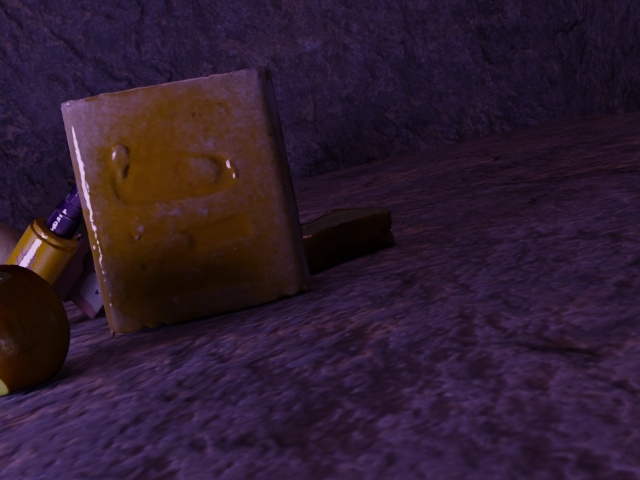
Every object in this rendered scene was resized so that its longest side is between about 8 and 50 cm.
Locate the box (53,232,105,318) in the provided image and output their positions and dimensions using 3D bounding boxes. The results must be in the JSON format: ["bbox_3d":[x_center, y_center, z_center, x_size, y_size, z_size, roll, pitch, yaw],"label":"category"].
[{"bbox_3d":[-0.308,0.009,1.348,0.215,0.086,0.215,-53,-7,18],"label":"box"}]

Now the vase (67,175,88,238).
[{"bbox_3d":[-0.493,-0.070,2.175,0.302,0.241,0.329,-14,-26,-13],"label":"vase"}]

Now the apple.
[{"bbox_3d":[-0.375,0.111,0.943,0.146,0.147,0.163,-11,19,49],"label":"apple"}]

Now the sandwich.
[{"bbox_3d":[0.000,0.000,1.358,0.214,0.065,0.186,-18,10,-30],"label":"sandwich"}]

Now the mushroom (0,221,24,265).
[{"bbox_3d":[-0.647,0.070,1.518,0.246,0.202,0.246,0,-35,0],"label":"mushroom"}]

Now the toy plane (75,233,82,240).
[{"bbox_3d":[-0.624,0.071,1.813,0.234,0.082,0.160,-27,1,-9],"label":"toy plane"}]

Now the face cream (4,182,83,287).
[{"bbox_3d":[-0.417,0.032,1.201,0.273,0.078,0.078,-54,2,10],"label":"face cream"}]

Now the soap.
[{"bbox_3d":[-0.180,-0.058,1.149,0.293,0.335,0.156,-9,8,0],"label":"soap"}]
